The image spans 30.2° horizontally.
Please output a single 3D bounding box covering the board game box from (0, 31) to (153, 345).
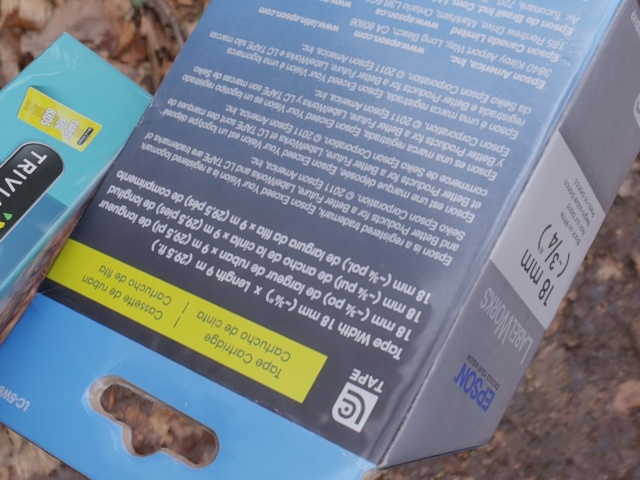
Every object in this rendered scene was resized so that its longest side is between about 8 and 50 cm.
[{"bbox_3d":[-0.241,0.064,0.676,0.079,0.254,0.336,36,43,-5],"label":"board game box"}]

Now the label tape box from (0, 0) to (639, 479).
[{"bbox_3d":[0.000,0.000,0.639,0.241,0.106,0.333,22,77,34],"label":"label tape box"}]
